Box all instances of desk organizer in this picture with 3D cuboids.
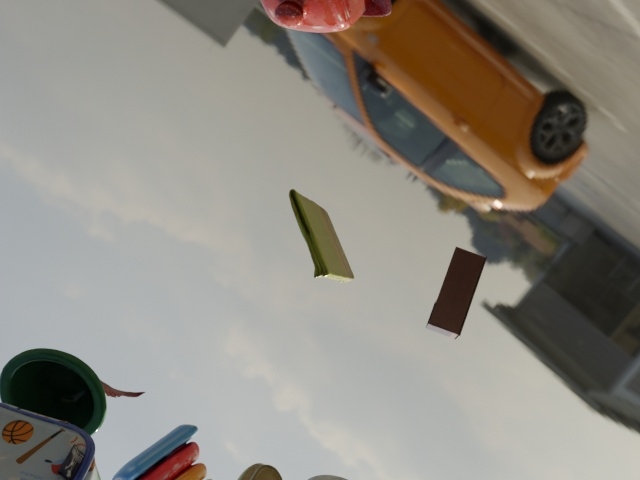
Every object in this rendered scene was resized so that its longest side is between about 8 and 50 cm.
[{"bbox_3d":[0.205,0.080,1.546,0.050,0.130,0.047,20,167,4],"label":"desk organizer"}]

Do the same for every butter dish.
[{"bbox_3d":[-0.017,-0.294,1.177,0.159,0.118,0.160,12,148,25],"label":"butter dish"}]

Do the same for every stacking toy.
[{"bbox_3d":[-0.233,0.507,1.883,0.302,0.165,0.175,53,150,5],"label":"stacking toy"}]

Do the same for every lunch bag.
[{"bbox_3d":[-0.438,0.322,1.287,0.303,0.115,0.243,13,-139,12],"label":"lunch bag"}]

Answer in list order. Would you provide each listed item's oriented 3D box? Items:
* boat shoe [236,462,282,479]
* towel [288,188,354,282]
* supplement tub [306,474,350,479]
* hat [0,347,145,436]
[{"bbox_3d":[-0.051,0.240,0.831,0.056,0.048,0.153,43,-147,-15],"label":"boat shoe"},{"bbox_3d":[0.000,0.000,1.184,0.237,0.021,0.102,23,-136,-81],"label":"towel"},{"bbox_3d":[0.000,0.473,1.554,0.144,0.144,0.200,36,-138,-11],"label":"supplement tub"},{"bbox_3d":[-0.413,0.222,1.694,0.172,0.209,0.183,-3,-154,7],"label":"hat"}]
